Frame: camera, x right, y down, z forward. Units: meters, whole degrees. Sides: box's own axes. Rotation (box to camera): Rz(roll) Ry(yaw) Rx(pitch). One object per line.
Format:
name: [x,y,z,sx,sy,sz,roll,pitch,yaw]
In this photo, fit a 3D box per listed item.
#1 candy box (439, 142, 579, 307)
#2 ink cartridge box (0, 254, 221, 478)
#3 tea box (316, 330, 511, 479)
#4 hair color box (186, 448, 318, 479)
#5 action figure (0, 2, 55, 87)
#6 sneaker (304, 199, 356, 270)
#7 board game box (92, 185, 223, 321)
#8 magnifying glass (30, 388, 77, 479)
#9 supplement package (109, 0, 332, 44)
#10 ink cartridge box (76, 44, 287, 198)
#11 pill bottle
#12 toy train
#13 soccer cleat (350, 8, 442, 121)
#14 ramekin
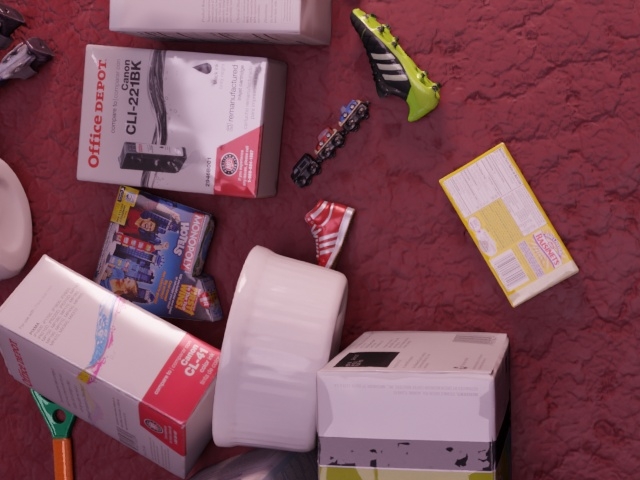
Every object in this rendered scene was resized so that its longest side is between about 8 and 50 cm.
candy box: [0.260,-0.021,1.710,0.105,0.027,0.206,-30,87,10]
ink cartridge box: [-0.288,0.180,1.736,0.306,0.226,0.131,29,63,10]
tea box: [0.132,0.299,1.605,0.220,0.329,0.323,0,95,12]
hair color box: [-0.118,0.371,1.642,0.185,0.374,0.113,-22,89,13]
action figure: [-0.539,-0.225,1.845,0.285,0.099,0.185,-41,89,15]
sneaker: [0.000,0.000,1.762,0.067,0.042,0.118,21,90,7]
board game box: [-0.223,0.038,1.807,0.194,0.060,0.194,19,97,10]
magnifying glass: [-0.395,0.276,1.881,0.092,0.026,0.231,-2,91,13]
supplement package: [-0.129,-0.374,1.688,0.263,0.198,0.199,3,95,12]
ink cartridge box: [-0.198,-0.170,1.760,0.273,0.114,0.197,6,95,13]
pill bottle: [-0.615,-0.009,1.827,0.334,0.188,0.188,-10,91,13]
toy train: [0.013,-0.142,1.760,0.036,0.027,0.158,45,102,18]
soccer cleat: [0.092,-0.244,1.720,0.072,0.060,0.179,-42,84,25]
ramekin: [-0.049,0.154,1.671,0.135,0.277,0.277,11,96,5]
